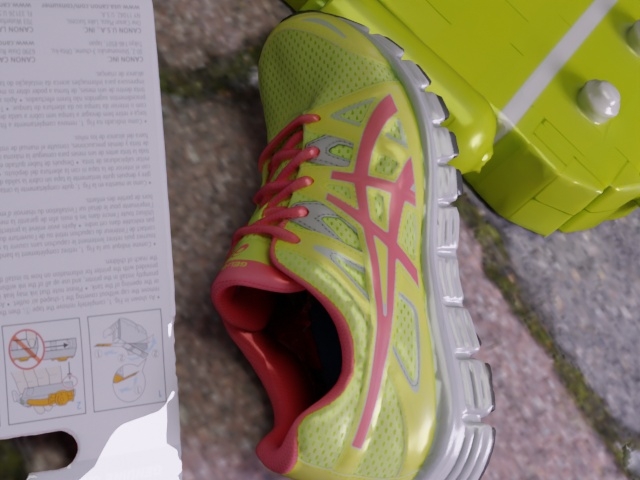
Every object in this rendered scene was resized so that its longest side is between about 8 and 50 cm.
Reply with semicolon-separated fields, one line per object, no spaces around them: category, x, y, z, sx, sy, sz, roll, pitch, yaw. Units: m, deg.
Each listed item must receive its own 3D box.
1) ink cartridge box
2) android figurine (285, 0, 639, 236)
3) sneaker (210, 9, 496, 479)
ink cartridge box;-0.119;0.004;0.591;0.145;0.045;0.179;-5;94;-38
android figurine;0.084;-0.112;0.817;0.273;0.056;0.248;45;45;0
sneaker;0.000;0.000;0.662;0.094;0.081;0.208;3;60;-32
